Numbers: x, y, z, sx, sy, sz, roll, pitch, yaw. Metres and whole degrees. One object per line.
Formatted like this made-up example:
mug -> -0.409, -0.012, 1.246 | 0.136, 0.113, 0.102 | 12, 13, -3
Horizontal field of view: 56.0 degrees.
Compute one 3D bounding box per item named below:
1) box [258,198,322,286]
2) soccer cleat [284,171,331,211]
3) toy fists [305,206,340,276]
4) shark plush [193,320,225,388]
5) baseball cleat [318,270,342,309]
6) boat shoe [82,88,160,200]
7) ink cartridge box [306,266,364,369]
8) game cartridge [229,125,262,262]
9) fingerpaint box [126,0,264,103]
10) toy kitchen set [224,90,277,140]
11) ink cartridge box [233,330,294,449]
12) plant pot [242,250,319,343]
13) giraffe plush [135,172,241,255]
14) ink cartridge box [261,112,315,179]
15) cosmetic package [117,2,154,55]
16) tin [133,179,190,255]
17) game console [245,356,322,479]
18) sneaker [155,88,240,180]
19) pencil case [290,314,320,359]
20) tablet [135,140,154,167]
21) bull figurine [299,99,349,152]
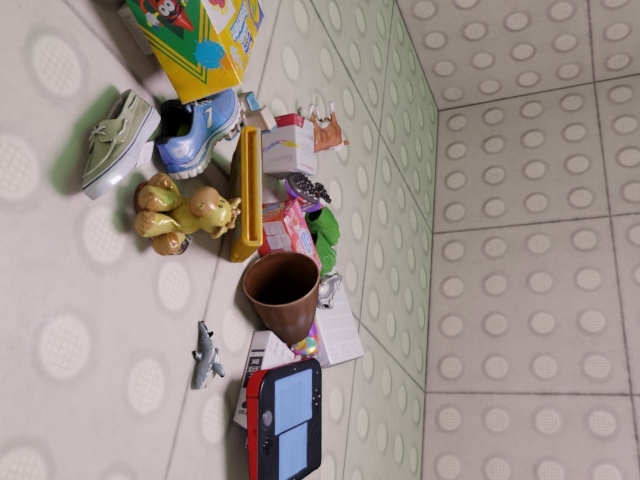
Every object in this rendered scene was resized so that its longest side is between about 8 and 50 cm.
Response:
box -> -0.103, 0.017, 1.817 | 0.122, 0.128, 0.256 | -61, 138, -51
soccer cleat -> -0.061, -0.137, 1.907 | 0.108, 0.117, 0.318 | 62, 13, 9
toy fists -> 0.000, 0.000, 2.080 | 0.142, 0.096, 0.279 | 49, 33, -35
shark plush -> -0.279, 0.278, 1.468 | 0.067, 0.073, 0.161 | 2, 87, -35
baseball cleat -> 0.025, 0.173, 2.034 | 0.206, 0.072, 0.109 | -24, 104, -63
boat shoe -> -0.422, -0.200, 1.224 | 0.094, 0.109, 0.302 | 49, 31, -30
ink cartridge box -> 0.009, 0.248, 2.111 | 0.308, 0.091, 0.384 | 9, 59, -64
game cartridge -> -0.196, -0.101, 1.520 | 0.324, 0.053, 0.285 | 148, -59, -71
fingerpaint box -> -0.297, -0.592, 1.396 | 0.444, 0.163, 0.371 | -87, 157, -50
toy kitchen set -> -0.172, -0.337, 1.697 | 0.207, 0.166, 0.122 | -63, 139, -50
ink cartridge box -> -0.159, 0.436, 1.678 | 0.165, 0.065, 0.332 | 57, 34, -46
plant pot -> -0.097, 0.187, 1.737 | 0.215, 0.216, 0.230 | -68, 158, -46
giraffe plush -> -0.274, -0.056, 1.321 | 0.210, 0.171, 0.181 | 38, 50, -57
ink cartridge box -> -0.101, -0.290, 1.889 | 0.128, 0.128, 0.176 | 12, 74, -64
cosmetic package -> -0.399, -0.485, 1.364 | 0.041, 0.060, 0.115 | -75, 150, -41
tin -> -0.362, -0.050, 1.376 | 0.106, 0.040, 0.189 | -68, 143, -53
game console -> -0.086, 0.513, 1.675 | 0.387, 0.060, 0.341 | 8, 76, -65
sneaker -> -0.299, -0.302, 1.461 | 0.147, 0.130, 0.329 | 65, 31, -41
pencil case -> -0.060, 0.252, 1.897 | 0.104, 0.105, 0.236 | -5, 88, -66
tablet -> -0.388, -0.191, 1.331 | 0.083, 0.006, 0.054 | -70, 179, -75
bull figurine -> 0.010, -0.405, 2.200 | 0.310, 0.101, 0.188 | -37, 114, -65
